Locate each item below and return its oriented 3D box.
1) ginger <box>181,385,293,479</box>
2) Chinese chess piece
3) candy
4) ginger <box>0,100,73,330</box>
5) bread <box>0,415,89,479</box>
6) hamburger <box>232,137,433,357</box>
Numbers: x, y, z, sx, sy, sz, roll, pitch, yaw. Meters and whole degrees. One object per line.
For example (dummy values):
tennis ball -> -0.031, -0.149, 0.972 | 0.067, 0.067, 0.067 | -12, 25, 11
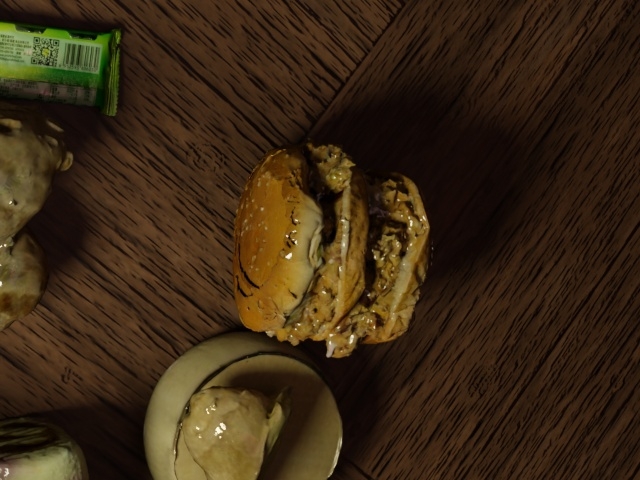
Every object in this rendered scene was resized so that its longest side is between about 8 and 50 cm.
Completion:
ginger -> -0.113, 0.256, 1.834 | 0.122, 0.115, 0.193 | 17, 101, -9
Chinese chess piece -> -0.095, 0.237, 1.941 | 0.249, 0.103, 0.250 | -5, 102, -27
candy -> -0.312, -0.200, 1.794 | 0.178, 0.032, 0.102 | 3, 101, -29
ginger -> -0.434, -0.066, 1.677 | 0.375, 0.176, 0.256 | 28, 101, -28
bread -> -0.341, 0.381, 1.790 | 0.155, 0.187, 0.338 | -4, 99, -25
hamburger -> 0.006, -0.004, 1.879 | 0.211, 0.245, 0.260 | 6, 134, -25
